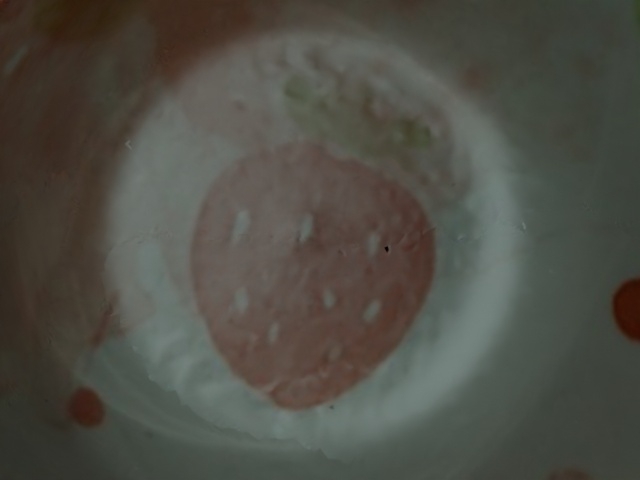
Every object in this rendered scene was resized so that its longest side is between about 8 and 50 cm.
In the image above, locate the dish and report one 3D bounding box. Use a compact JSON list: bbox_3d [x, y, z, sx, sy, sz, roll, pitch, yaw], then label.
[{"bbox_3d":[0.000,0.000,0.606,0.260,0.085,0.260,-2,97,-19],"label":"dish"}]
